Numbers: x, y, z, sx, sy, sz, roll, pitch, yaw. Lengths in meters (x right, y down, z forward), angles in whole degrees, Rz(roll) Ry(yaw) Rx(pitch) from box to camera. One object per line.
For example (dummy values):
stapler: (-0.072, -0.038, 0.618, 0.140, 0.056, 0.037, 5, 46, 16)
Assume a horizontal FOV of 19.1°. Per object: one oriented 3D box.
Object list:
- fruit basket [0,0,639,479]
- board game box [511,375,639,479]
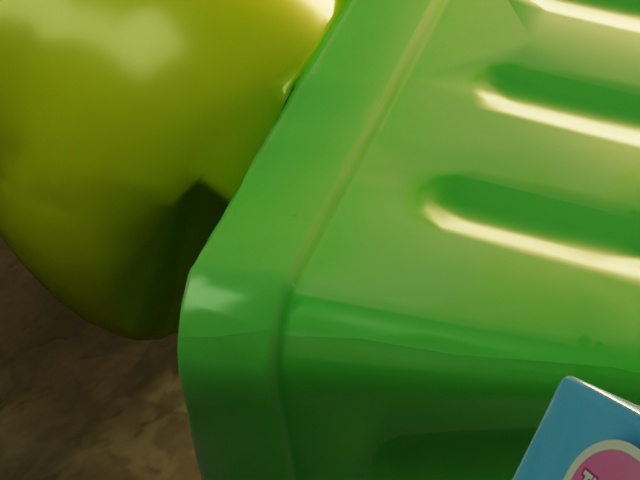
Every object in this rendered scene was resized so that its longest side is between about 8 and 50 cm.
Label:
fruit basket: (0.000, 0.000, 0.821, 0.392, 0.283, 0.392, -7, 35, 5)
board game box: (0.219, 0.144, 0.460, 0.316, 0.242, 0.064, 28, 93, 56)
